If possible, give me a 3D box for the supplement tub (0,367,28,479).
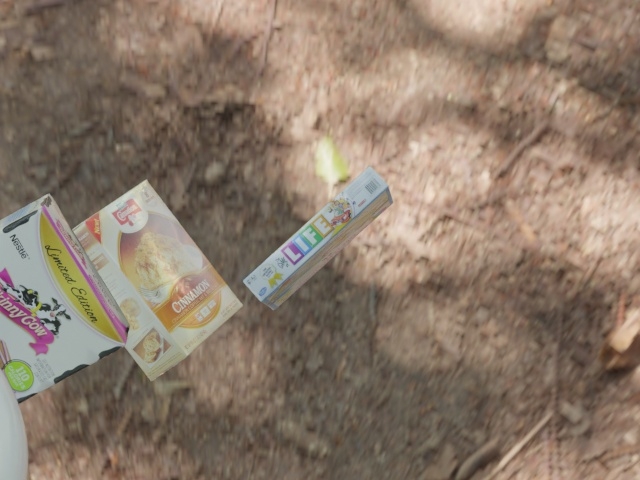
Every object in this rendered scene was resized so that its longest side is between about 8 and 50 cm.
[{"bbox_3d":[-0.392,0.199,1.259,0.228,0.316,0.228,33,37,-29],"label":"supplement tub"}]

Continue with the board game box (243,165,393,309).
[{"bbox_3d":[0.000,0.000,1.546,0.154,0.103,0.026,-42,81,-1],"label":"board game box"}]

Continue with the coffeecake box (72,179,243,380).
[{"bbox_3d":[-0.193,0.042,1.898,0.185,0.068,0.142,52,32,-3],"label":"coffeecake box"}]

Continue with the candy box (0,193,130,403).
[{"bbox_3d":[-0.323,0.082,1.622,0.233,0.071,0.159,-29,104,4],"label":"candy box"}]
